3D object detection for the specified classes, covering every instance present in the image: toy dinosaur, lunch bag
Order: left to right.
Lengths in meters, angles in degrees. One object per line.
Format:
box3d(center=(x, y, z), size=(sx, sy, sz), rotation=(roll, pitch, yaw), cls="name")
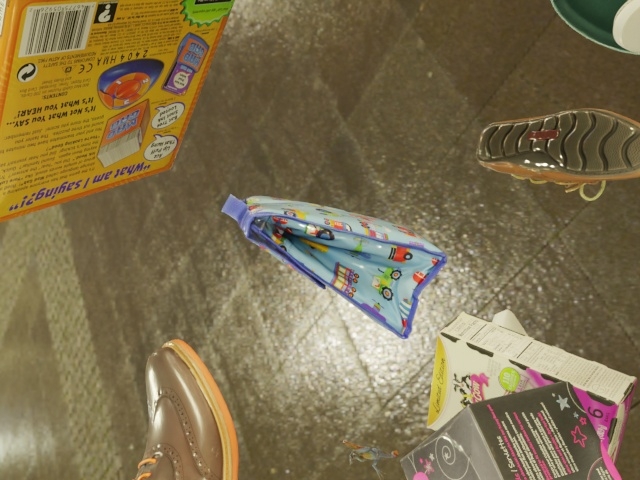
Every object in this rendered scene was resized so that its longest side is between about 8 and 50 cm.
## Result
box3d(center=(0.000, 0.000, 1.076), size=(0.138, 0.293, 0.221), rotation=(-64, 12, 6), cls="lunch bag")
box3d(center=(0.093, 0.372, 1.318), size=(0.090, 0.082, 0.047), rotation=(-117, 28, -47), cls="toy dinosaur")

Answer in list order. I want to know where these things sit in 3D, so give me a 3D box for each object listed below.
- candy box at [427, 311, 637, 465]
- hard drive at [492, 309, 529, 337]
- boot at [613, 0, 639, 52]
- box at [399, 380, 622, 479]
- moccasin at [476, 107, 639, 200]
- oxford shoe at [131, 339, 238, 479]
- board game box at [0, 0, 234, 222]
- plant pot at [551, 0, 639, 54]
box3d(center=(0.256, 0.207, 0.940), size=(0.233, 0.071, 0.159), rotation=(20, 121, 34), cls="candy box")
box3d(center=(0.370, 0.315, 1.398), size=(0.047, 0.353, 0.233), rotation=(-28, 102, 32), cls="hard drive")
box3d(center=(0.487, -0.349, 1.042), size=(0.123, 0.258, 0.095), rotation=(53, 162, 46), cls="boot")
box3d(center=(0.208, 0.293, 0.740), size=(0.163, 0.142, 0.247), rotation=(-58, 44, 48), cls="box")
box3d(center=(0.465, -0.157, 1.393), size=(0.380, 0.147, 0.139), rotation=(0, 74, 57), cls="moccasin")
box3d(center=(-0.126, 0.212, 0.634), size=(0.097, 0.098, 0.271), rotation=(-49, 49, 46), cls="oxford shoe")
box3d(center=(-0.402, -0.300, 1.052), size=(0.356, 0.356, 0.356), rotation=(43, 129, 17), cls="board game box")
box3d(center=(0.651, -0.550, 1.533), size=(0.293, 0.293, 0.196), rotation=(23, 81, 52), cls="plant pot")
